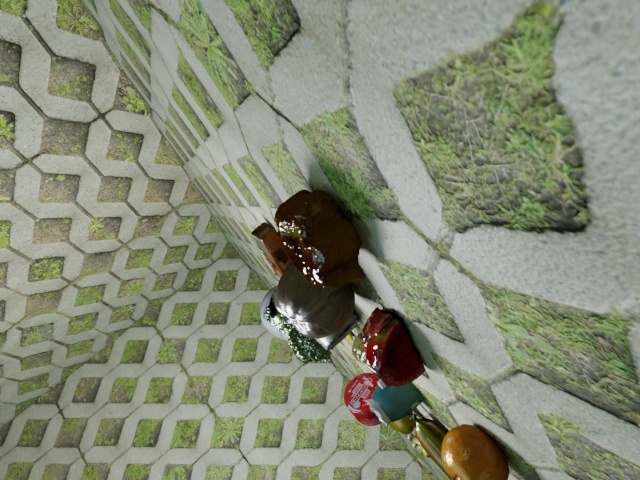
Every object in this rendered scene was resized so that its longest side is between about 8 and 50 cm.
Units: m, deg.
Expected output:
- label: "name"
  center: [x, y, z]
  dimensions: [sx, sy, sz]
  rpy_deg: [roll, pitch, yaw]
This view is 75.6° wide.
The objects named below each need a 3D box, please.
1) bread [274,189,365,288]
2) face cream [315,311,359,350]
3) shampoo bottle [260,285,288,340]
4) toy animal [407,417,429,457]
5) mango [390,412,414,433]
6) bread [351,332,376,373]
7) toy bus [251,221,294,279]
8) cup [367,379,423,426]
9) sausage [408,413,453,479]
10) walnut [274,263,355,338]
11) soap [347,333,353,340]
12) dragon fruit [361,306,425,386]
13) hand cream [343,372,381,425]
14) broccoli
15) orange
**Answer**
- label: "bread"
  center: [-0.005, -0.012, 0.959]
  dimensions: [0.246, 0.135, 0.232]
  rpy_deg: [41, 150, 42]
- label: "face cream"
  center: [0.021, 0.281, 1.534]
  dimensions: [0.195, 0.175, 0.175]
  rpy_deg: [45, 165, 19]
- label: "shampoo bottle"
  center: [-0.149, 0.371, 2.091]
  dimensions: [0.266, 0.273, 0.273]
  rpy_deg: [26, 154, 37]
- label: "toy animal"
  center: [0.476, 0.890, 1.816]
  dimensions: [0.168, 0.121, 0.233]
  rpy_deg: [30, 161, 28]
- label: "mango"
  center: [0.340, 0.766, 1.866]
  dimensions: [0.221, 0.120, 0.152]
  rpy_deg: [31, 127, 54]
- label: "bread"
  center: [0.190, 0.430, 1.526]
  dimensions: [0.232, 0.087, 0.128]
  rpy_deg: [-154, 55, -63]
- label: "toy bus"
  center: [-0.186, 0.086, 1.855]
  dimensions: [0.092, 0.093, 0.409]
  rpy_deg: [29, 156, 39]
- label: "cup"
  center: [0.277, 0.614, 1.594]
  dimensions: [0.167, 0.173, 0.300]
  rpy_deg: [36, 160, 49]
- label: "sausage"
  center: [0.454, 0.789, 1.587]
  dimensions: [0.317, 0.117, 0.125]
  rpy_deg: [41, -161, 34]
- label: "walnut"
  center: [-0.014, 0.174, 1.273]
  dimensions: [0.248, 0.248, 0.248]
  rpy_deg: [46, 165, 16]
- label: "soap"
  center: [0.095, 0.387, 1.865]
  dimensions: [0.169, 0.033, 0.089]
  rpy_deg: [56, 163, -19]
- label: "dragon fruit"
  center: [0.191, 0.306, 1.177]
  dimensions: [0.162, 0.189, 0.262]
  rpy_deg: [-1, 130, 33]
- label: "hand cream"
  center: [0.243, 0.800, 2.075]
  dimensions: [0.149, 0.230, 0.230]
  rpy_deg: [55, 165, -30]
- label: "broccoli"
  center: [-0.068, 0.328, 1.749]
  dimensions: [0.339, 0.277, 0.317]
  rpy_deg: [59, 158, -6]
- label: "orange"
  center: [0.435, 0.631, 1.177]
  dimensions: [0.193, 0.161, 0.193]
  rpy_deg: [48, 171, 10]
